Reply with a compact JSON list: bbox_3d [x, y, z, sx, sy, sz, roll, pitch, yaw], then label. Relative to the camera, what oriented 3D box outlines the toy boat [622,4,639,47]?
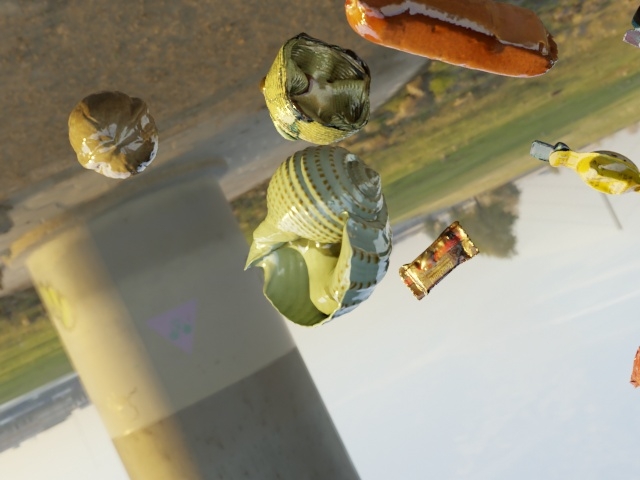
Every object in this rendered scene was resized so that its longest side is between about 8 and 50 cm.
[{"bbox_3d":[0.681,-0.329,1.468,0.134,0.299,0.092,-50,161,-29],"label":"toy boat"}]

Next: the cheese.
[{"bbox_3d":[0.549,-0.152,1.747,0.156,0.250,0.064,72,41,-71],"label":"cheese"}]

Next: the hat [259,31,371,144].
[{"bbox_3d":[-0.007,-0.107,0.639,0.077,0.076,0.059,15,151,-33],"label":"hat"}]

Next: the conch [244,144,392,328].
[{"bbox_3d":[0.015,-0.004,1.542,0.215,0.303,0.319,-11,157,-31],"label":"conch"}]

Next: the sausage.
[{"bbox_3d":[0.182,-0.291,1.172,0.348,0.097,0.094,7,150,-30],"label":"sausage"}]

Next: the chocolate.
[{"bbox_3d":[0.229,0.042,1.698,0.182,0.086,0.028,-41,165,31],"label":"chocolate"}]

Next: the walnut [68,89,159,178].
[{"bbox_3d":[-0.320,-0.165,1.327,0.140,0.140,0.162,-26,-152,-1],"label":"walnut"}]

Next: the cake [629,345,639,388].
[{"bbox_3d":[0.662,0.230,1.619,0.086,0.116,0.220,12,172,5],"label":"cake"}]
